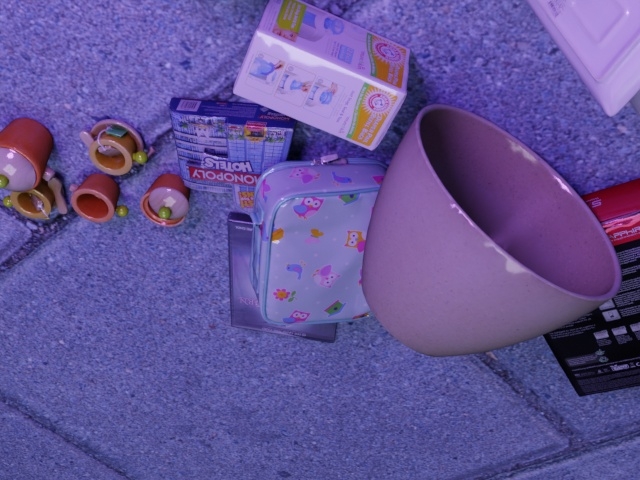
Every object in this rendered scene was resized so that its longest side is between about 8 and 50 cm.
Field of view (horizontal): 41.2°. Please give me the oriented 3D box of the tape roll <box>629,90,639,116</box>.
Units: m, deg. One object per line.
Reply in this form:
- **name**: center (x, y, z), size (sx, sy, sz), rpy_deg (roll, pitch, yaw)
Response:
- **tape roll**: center (0.461, -0.233, 0.924), size (0.286, 0.100, 0.286), rpy_deg (-14, 146, -10)

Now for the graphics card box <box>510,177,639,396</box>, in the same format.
- **graphics card box**: center (0.449, 0.087, 1.324), size (0.232, 0.094, 0.371), rpy_deg (-19, 126, 27)

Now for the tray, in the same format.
- **tray**: center (0.277, -0.277, 0.905), size (0.030, 0.270, 0.145), rpy_deg (-4, 145, -33)

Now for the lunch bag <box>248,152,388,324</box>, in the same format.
- **lunch bag**: center (0.000, 0.000, 1.282), size (0.224, 0.108, 0.279), rpy_deg (-3, 130, -13)

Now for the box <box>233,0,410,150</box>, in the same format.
- **box**: center (0.005, -0.221, 1.109), size (0.203, 0.114, 0.103), rpy_deg (22, 133, -9)

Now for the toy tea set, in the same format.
- **toy tea set**: center (-0.371, -0.083, 1.323), size (0.336, 0.124, 0.200), rpy_deg (2, 134, 11)

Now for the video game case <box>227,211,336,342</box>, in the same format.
- **video game case**: center (-0.062, 0.071, 1.474), size (0.196, 0.026, 0.274), rpy_deg (9, 134, 4)

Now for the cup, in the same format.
- **cup**: center (0.187, 0.018, 1.124), size (0.331, 0.331, 0.237), rpy_deg (31, 123, -17)

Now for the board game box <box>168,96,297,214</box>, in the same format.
- **board game box**: center (-0.126, -0.114, 1.283), size (0.194, 0.060, 0.194), rpy_deg (5, 134, 8)
